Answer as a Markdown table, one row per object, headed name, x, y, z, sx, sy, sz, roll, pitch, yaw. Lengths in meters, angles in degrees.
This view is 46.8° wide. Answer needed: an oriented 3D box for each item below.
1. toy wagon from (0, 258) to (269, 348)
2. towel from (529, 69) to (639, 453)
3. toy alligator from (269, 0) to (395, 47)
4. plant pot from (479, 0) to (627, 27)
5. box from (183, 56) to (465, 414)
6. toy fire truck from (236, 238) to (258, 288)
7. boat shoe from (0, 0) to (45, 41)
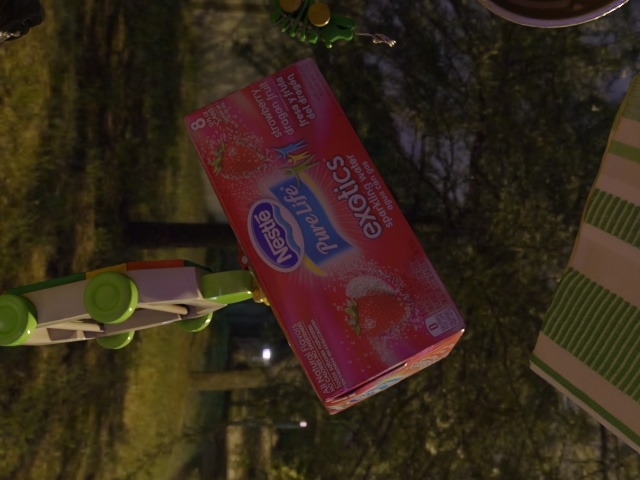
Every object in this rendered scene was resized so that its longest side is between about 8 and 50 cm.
| name | x | y | z | sx | sy | sz | roll | pitch | yaw |
| --- | --- | --- | --- | --- | --- | --- | --- | --- | --- |
| toy wagon | -0.218 | 0.077 | 0.902 | 0.267 | 0.344 | 0.068 | 39 | 38 | -76 |
| towel | 0.312 | 0.034 | 0.626 | 0.248 | 0.038 | 0.325 | 43 | -54 | 52 |
| toy alligator | 0.001 | -0.273 | 0.947 | 0.056 | 0.189 | 0.051 | -79 | -165 | -81 |
| plant pot | 0.364 | -0.533 | 1.176 | 0.305 | 0.333 | 0.334 | -69 | 164 | -64 |
| box | 0.000 | 0.000 | 0.612 | 0.257 | 0.122 | 0.128 | 62 | -6 | 17 |
| toy fire truck | -0.061 | -0.035 | 1.417 | 0.217 | 0.158 | 0.246 | -3 | 66 | -55 |
| boat shoe | -0.250 | -0.193 | 0.579 | 0.080 | 0.073 | 0.224 | 19 | -94 | 56 |
